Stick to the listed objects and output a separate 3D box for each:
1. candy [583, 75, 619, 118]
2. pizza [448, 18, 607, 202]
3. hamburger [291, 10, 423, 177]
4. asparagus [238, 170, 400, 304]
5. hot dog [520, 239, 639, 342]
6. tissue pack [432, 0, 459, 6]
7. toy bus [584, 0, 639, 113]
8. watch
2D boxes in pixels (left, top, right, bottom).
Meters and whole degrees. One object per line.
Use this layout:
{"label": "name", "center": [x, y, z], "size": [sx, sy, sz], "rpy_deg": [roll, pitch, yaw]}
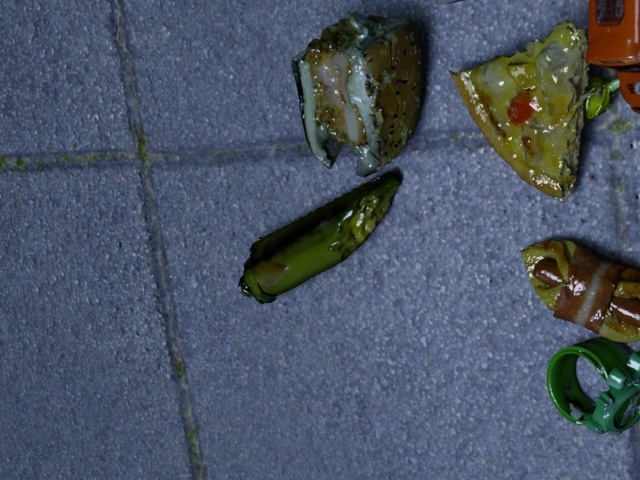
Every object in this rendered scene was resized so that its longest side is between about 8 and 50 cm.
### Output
{"label": "candy", "center": [0.460, -0.245, 1.602], "size": [0.194, 0.058, 0.062], "rpy_deg": [-29, 98, 30]}
{"label": "pizza", "center": [0.318, -0.229, 1.636], "size": [0.280, 0.075, 0.288], "rpy_deg": [49, 149, 21]}
{"label": "hamburger", "center": [0.075, -0.260, 1.798], "size": [0.167, 0.192, 0.288], "rpy_deg": [26, 143, 34]}
{"label": "asparagus", "center": [0.000, 0.000, 1.965], "size": [0.382, 0.128, 0.108], "rpy_deg": [-29, 123, 37]}
{"label": "hot dog", "center": [0.419, 0.077, 1.691], "size": [0.261, 0.093, 0.123], "rpy_deg": [23, 106, 29]}
{"label": "tissue pack", "center": [0.282, -0.447, 1.595], "size": [0.246, 0.159, 0.136], "rpy_deg": [-10, 100, 37]}
{"label": "toy bus", "center": [0.446, -0.331, 1.469], "size": [0.143, 0.153, 0.329], "rpy_deg": [-162, 68, -65]}
{"label": "watch", "center": [0.448, 0.215, 1.719], "size": [0.152, 0.131, 0.165], "rpy_deg": [37, 129, 43]}
